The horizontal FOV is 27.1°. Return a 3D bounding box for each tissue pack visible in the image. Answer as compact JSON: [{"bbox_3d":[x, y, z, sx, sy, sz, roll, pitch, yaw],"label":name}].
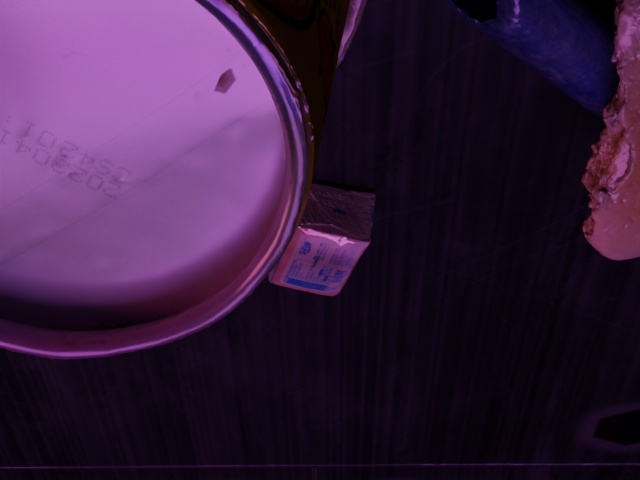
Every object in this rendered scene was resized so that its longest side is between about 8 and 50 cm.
[{"bbox_3d":[0.000,0.000,1.144,0.074,0.058,0.094,12,144,-13],"label":"tissue pack"}]

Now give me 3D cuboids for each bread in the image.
[{"bbox_3d":[0.275,-0.096,0.945,0.182,0.039,0.250,-12,128,-14],"label":"bread"}]

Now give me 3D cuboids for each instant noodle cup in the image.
[{"bbox_3d":[-0.128,-0.109,0.726,0.326,0.254,0.325,0,125,0],"label":"instant noodle cup"}]

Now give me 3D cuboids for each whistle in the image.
[{"bbox_3d":[0.152,-0.151,0.917,0.304,0.062,0.062,29,137,-35],"label":"whistle"}]
